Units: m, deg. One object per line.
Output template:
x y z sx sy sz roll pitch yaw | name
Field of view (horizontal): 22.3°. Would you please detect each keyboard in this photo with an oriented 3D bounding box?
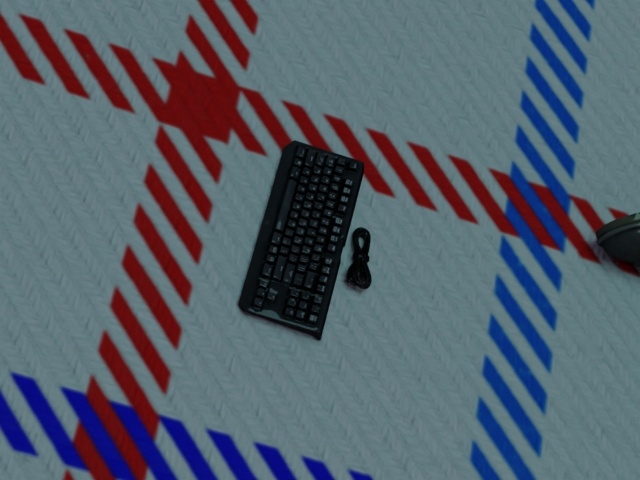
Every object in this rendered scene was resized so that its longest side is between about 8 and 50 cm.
0.000 0.000 1.441 0.108 0.023 0.180 20 61 -9 | keyboard

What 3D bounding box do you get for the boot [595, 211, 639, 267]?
0.354 0.080 1.504 0.189 0.076 0.209 3 71 -15 | boot
